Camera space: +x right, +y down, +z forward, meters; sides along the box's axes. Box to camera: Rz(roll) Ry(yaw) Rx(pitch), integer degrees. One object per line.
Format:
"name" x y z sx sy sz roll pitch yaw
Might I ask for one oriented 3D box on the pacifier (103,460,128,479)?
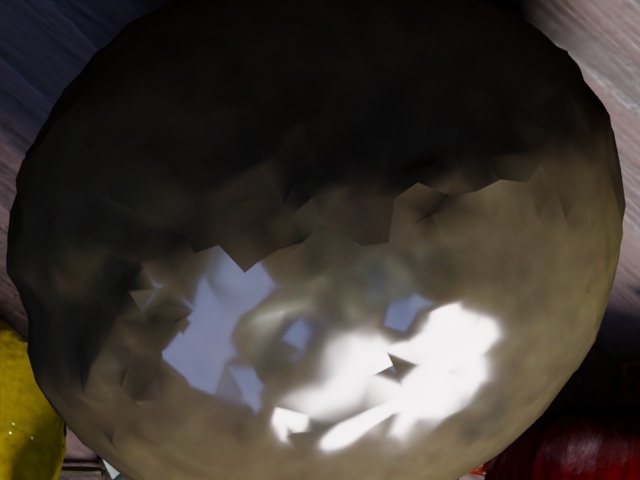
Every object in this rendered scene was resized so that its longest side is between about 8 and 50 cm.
"pacifier" -0.158 0.214 1.343 0.288 0.269 0.343 35 136 20

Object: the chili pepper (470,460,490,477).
"chili pepper" 0.138 0.170 1.368 0.059 0.050 0.191 -6 120 35

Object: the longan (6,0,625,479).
"longan" -0.005 0.005 1.074 0.436 0.404 0.404 -14 128 -9

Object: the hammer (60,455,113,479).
"hammer" -0.342 0.243 1.566 0.292 0.029 0.058 0 127 16

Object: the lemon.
"lemon" -0.353 0.167 1.383 0.260 0.204 0.204 49 129 11

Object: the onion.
"onion" 0.282 0.205 1.286 0.273 0.285 0.273 7 168 1
